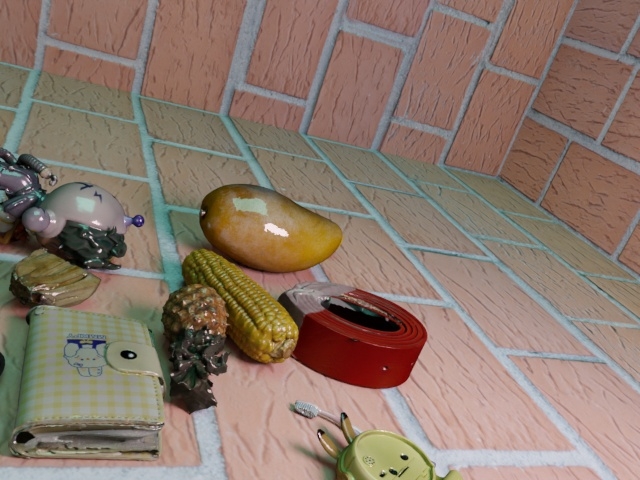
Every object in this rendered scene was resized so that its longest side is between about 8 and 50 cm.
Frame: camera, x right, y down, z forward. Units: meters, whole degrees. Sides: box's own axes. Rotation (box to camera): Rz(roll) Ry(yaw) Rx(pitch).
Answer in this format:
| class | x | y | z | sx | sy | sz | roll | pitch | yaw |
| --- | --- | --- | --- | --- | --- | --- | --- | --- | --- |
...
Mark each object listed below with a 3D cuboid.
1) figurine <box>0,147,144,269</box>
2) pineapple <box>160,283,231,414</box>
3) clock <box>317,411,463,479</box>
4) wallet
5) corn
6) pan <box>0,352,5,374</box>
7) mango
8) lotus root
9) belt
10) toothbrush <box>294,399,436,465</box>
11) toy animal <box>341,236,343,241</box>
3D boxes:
| class | x | y | z | sx | sy | sz | roll | pitch | yaw |
| --- | --- | --- | --- | --- | --- | --- | --- | --- | --- |
| figurine | -0.571 | -0.058 | 1.282 | 0.382 | 0.186 | 0.261 | 24 | 13 | -4 |
| pineapple | -0.220 | 0.188 | 1.096 | 0.128 | 0.128 | 0.248 | 11 | 29 | -20 |
| clock | 0.100 | 0.369 | 0.987 | 0.232 | 0.069 | 0.170 | 30 | 24 | 25 |
| wallet | -0.362 | 0.212 | 0.983 | 0.223 | 0.077 | 0.309 | 6 | 25 | -22 |
| corn | -0.174 | 0.128 | 1.270 | 0.120 | 0.120 | 0.363 | -4 | 28 | -45 |
| pan | -0.585 | 0.166 | 0.951 | 0.235 | 0.028 | 0.136 | 37 | 27 | 30 |
| mango | -0.123 | -0.026 | 1.557 | 0.384 | 0.198 | 0.221 | 10 | 22 | -25 |
| lotus root | -0.512 | 0.086 | 1.148 | 0.143 | 0.070 | 0.144 | 30 | 19 | 10 |
| belt | 0.058 | 0.192 | 1.309 | 0.324 | 0.115 | 0.227 | 17 | 21 | -5 |
| toothbrush | 0.077 | 0.344 | 1.092 | 0.269 | 0.021 | 0.027 | 22 | 35 | 8 |
| toy animal | 0.000 | 0.000 | 1.779 | 0.114 | 0.091 | 0.082 | 29 | -8 | -9 |
